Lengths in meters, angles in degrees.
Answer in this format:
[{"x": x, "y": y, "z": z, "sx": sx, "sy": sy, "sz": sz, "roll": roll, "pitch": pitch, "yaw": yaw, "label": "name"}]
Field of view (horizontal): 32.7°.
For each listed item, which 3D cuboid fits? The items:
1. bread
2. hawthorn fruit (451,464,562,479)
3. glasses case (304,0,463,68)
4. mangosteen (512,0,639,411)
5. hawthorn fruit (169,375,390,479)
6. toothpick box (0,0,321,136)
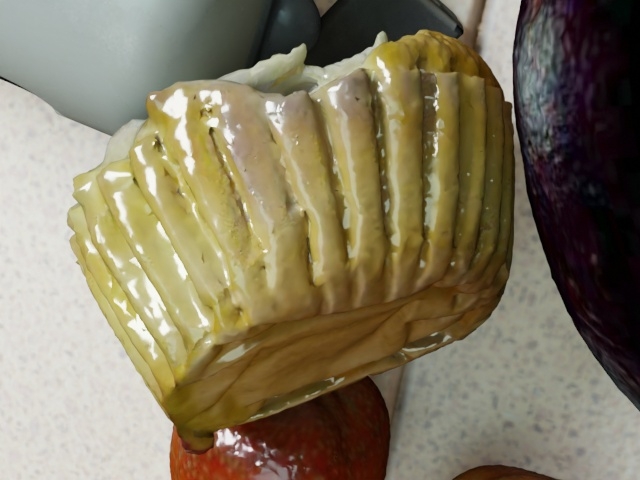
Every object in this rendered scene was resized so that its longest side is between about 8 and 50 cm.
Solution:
[{"x": 0.000, "y": 0.000, "z": 0.624, "sx": 0.274, "sy": 0.274, "sz": 0.149, "roll": -37, "pitch": 65, "yaw": 23, "label": "bread"}, {"x": 0.162, "y": 0.243, "z": 0.741, "sx": 0.203, "sy": 0.163, "sz": 0.163, "roll": 21, "pitch": 114, "yaw": -11, "label": "hawthorn fruit"}, {"x": 0.002, "y": -0.096, "z": 0.715, "sx": 0.072, "sy": 0.042, "sz": 0.190, "roll": 43, "pitch": 114, "yaw": -10, "label": "glasses case"}, {"x": 0.249, "y": -0.045, "z": 0.488, "sx": 0.382, "sy": 0.435, "sz": 0.382, "roll": 4, "pitch": 79, "yaw": -19, "label": "mangosteen"}, {"x": -0.043, "y": 0.204, "z": 0.779, "sx": 0.165, "sy": 0.165, "sz": 0.285, "roll": 19, "pitch": 120, "yaw": 8, "label": "hawthorn fruit"}, {"x": -0.142, "y": -0.190, "z": 0.629, "sx": 0.316, "sy": 0.229, "sz": 0.229, "roll": 23, "pitch": 113, "yaw": 3, "label": "toothpick box"}]
